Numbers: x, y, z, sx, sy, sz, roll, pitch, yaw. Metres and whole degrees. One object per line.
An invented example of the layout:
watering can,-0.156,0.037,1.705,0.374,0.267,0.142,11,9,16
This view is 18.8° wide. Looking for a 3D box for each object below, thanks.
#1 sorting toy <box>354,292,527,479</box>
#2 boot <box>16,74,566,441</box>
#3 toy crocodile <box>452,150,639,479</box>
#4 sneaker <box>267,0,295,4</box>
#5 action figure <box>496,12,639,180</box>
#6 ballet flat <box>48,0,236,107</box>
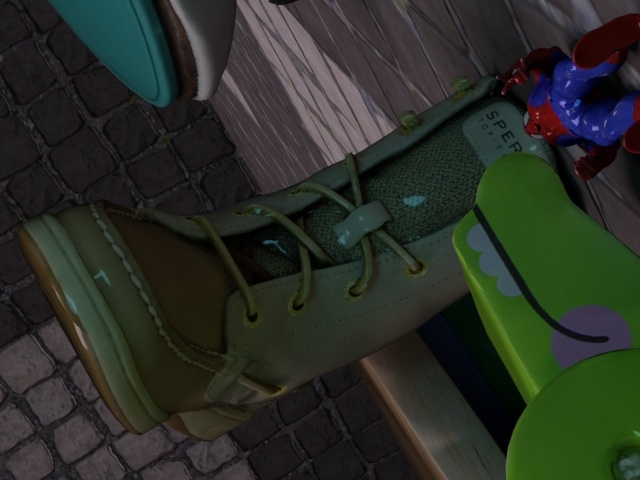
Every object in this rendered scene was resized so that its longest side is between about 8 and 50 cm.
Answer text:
sorting toy,0.115,0.129,0.807,0.257,0.089,0.255,56,176,49
boot,0.000,0.000,0.645,0.077,0.165,0.213,64,-175,14
toy crocodile,0.128,0.113,0.468,0.340,0.105,0.115,62,180,35
sneaker,-0.025,-0.149,0.920,0.083,0.031,0.035,67,-175,-47
action figure,0.068,-0.036,0.509,0.038,0.030,0.115,53,179,-1
ballet flat,-0.111,-0.208,0.747,0.400,0.139,0.139,52,-178,-46
